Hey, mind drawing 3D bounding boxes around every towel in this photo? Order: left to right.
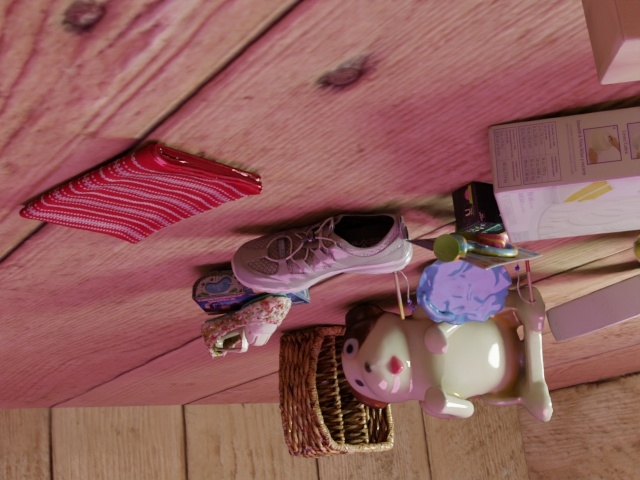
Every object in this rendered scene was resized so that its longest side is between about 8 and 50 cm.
[{"bbox_3d":[-0.234,-0.055,1.240,0.275,0.031,0.199,-19,159,36],"label":"towel"}]

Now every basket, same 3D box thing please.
[{"bbox_3d":[0.034,0.353,2.227,0.223,0.299,0.213,-9,162,17],"label":"basket"}]

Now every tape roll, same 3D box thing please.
[{"bbox_3d":[0.635,0.098,1.838,0.392,0.072,0.392,-20,172,-3],"label":"tape roll"}]

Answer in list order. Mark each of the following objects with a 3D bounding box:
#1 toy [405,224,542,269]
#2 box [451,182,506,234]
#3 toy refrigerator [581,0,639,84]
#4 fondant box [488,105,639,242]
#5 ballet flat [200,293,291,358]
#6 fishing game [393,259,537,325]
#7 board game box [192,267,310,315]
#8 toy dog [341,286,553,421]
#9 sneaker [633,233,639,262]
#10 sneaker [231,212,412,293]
[{"bbox_3d":[0.249,-0.005,1.473,0.137,0.056,0.237,20,-163,30],"label":"toy"},{"bbox_3d":[0.244,-0.046,1.393,0.083,0.062,0.052,4,162,-31],"label":"box"},{"bbox_3d":[0.376,-0.213,0.826,0.269,0.102,0.094,-7,163,0],"label":"toy refrigerator"},{"bbox_3d":[0.396,-0.086,1.227,0.330,0.096,0.238,-7,163,14],"label":"fondant box"},{"bbox_3d":[-0.130,0.159,1.695,0.091,0.077,0.241,7,158,-37],"label":"ballet flat"},{"bbox_3d":[0.274,0.090,1.804,0.264,0.041,0.189,-10,129,11],"label":"fishing game"},{"bbox_3d":[-0.123,0.074,1.656,0.194,0.060,0.194,-7,163,2],"label":"board game box"},{"bbox_3d":[0.245,0.226,2.032,0.407,0.285,0.395,-6,-163,-7],"label":"toy dog"},{"bbox_3d":[0.654,-0.029,1.609,0.126,0.091,0.240,-17,173,-41],"label":"sneaker"},{"bbox_3d":[0.000,0.000,1.440,0.281,0.105,0.115,-11,148,-3],"label":"sneaker"}]
